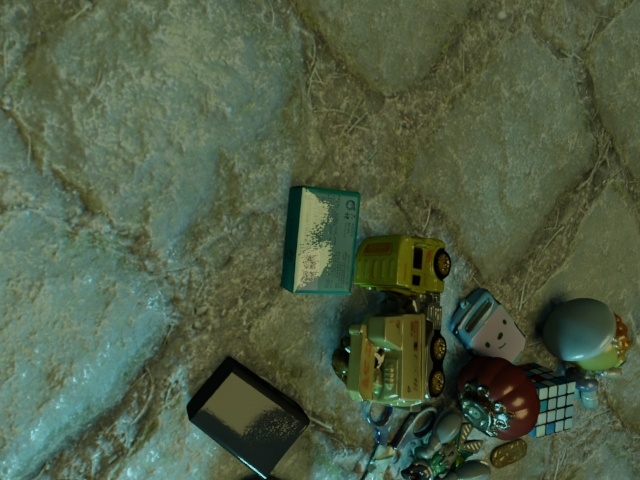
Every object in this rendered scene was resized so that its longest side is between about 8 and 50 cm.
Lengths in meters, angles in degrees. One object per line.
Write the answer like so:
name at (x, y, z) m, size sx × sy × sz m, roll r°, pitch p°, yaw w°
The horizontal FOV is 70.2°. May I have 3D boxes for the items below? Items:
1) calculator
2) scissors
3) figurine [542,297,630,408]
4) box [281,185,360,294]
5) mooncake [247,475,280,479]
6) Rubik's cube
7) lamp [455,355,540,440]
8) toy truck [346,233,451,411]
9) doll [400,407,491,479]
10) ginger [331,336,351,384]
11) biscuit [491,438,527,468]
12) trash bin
calculator at (0.493, 0.268, 1.333) m, size 0.173 × 0.051 × 0.293 m, roll -47°, pitch 111°, yaw -10°
scissors at (0.162, 0.604, 1.242) m, size 0.256 × 0.029 × 0.383 m, roll 28°, pitch 87°, yaw -27°
figurine at (0.814, 0.370, 1.389) m, size 0.205 × 0.224 × 0.382 m, roll -24°, pitch 105°, yaw -15°
box at (0.000, 0.000, 1.071) m, size 0.153 × 0.092 × 0.245 m, roll 5°, pitch 93°, yaw -23°
mooncake at (-0.142, 0.706, 1.071) m, size 0.275 × 0.135 × 0.275 m, roll -5°, pitch 102°, yaw -23°
Rubik's cube at (0.645, 0.475, 1.368) m, size 0.154 × 0.151 × 0.155 m, roll -3°, pitch 97°, yaw -24°
lamp at (0.484, 0.425, 1.243) m, size 0.227 × 0.227 × 0.227 m, roll -3°, pitch 97°, yaw -23°
toy truck at (0.172, 0.183, 1.060) m, size 0.254 × 0.180 × 0.405 m, roll 15°, pitch 77°, yaw -45°
doll at (0.360, 0.604, 1.250) m, size 0.195 × 0.153 × 0.258 m, roll 41°, pitch 64°, yaw -6°
ginger at (0.080, 0.317, 1.154) m, size 0.103 × 0.073 × 0.162 m, roll -49°, pitch 116°, yaw -14°
biscuit at (0.599, 0.676, 1.442) m, size 0.147 × 0.018 × 0.071 m, roll -8°, pitch 100°, yaw -21°
trash bin at (-0.168, 0.396, 1.039) m, size 0.225 × 0.115 × 0.165 m, roll 44°, pitch 80°, yaw -17°
